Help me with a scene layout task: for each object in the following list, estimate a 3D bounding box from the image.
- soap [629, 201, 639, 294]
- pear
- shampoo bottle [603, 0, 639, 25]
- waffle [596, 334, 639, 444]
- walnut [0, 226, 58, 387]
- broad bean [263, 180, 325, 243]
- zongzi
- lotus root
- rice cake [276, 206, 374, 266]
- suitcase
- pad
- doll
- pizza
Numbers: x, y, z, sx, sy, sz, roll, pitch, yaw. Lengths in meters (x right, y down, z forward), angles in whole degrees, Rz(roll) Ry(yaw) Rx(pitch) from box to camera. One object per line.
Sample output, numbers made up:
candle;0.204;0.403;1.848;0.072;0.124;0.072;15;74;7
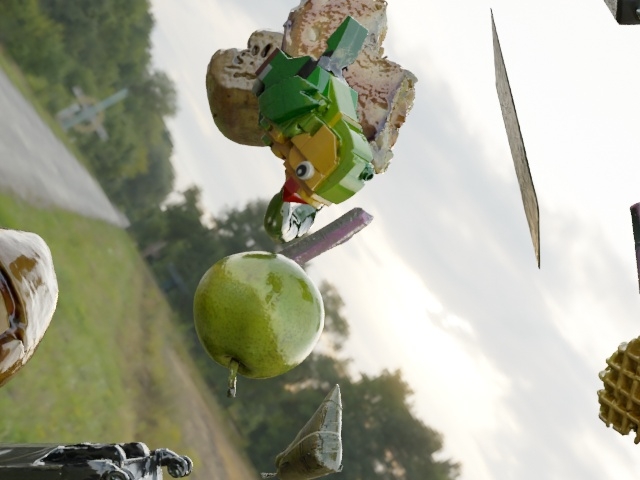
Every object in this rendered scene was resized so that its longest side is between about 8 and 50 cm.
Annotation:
soap;0.725;0.056;2.220;0.193;0.109;0.324;-28;-127;49
pear;-0.095;0.118;1.538;0.180;0.216;0.166;23;-26;8
shampoo bottle;0.535;-0.416;1.916;0.309;0.098;0.071;-87;175;-60
waffle;0.665;0.325;2.271;0.309;0.065;0.283;-47;-128;54
walnut;-0.452;0.075;1.502;0.336;0.209;0.209;-82;149;-61
broad bean;-0.034;-0.059;1.875;0.049;0.144;0.292;32;8;10
zongzi;-0.028;0.387;2.241;0.081;0.189;0.178;26;55;-32
lotus root;-0.092;-0.249;1.845;0.193;0.193;0.291;59;-6;9
rice cake;0.000;0.000;2.003;0.036;0.206;0.047;64;10;23
suitcase;-0.430;0.386;1.645;0.283;0.434;0.194;23;68;-74
pad;0.280;-0.143;1.630;0.220;0.004;0.330;67;14;-63
doll;0.000;-0.126;1.194;0.106;0.134;0.186;27;49;-55
pizza;0.035;-0.199;1.396;0.085;0.161;0.305;60;10;-53
